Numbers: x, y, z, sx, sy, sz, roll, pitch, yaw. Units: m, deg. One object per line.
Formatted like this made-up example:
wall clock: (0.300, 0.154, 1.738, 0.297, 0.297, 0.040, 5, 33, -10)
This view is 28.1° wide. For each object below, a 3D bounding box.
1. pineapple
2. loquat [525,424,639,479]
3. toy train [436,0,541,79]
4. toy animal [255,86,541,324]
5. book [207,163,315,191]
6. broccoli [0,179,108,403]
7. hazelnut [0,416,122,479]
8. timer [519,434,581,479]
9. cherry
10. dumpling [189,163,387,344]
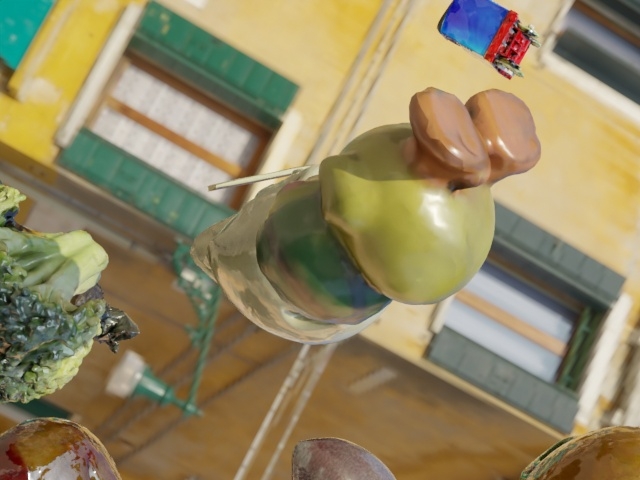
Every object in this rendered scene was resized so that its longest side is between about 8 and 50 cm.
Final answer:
pineapple: (-0.389, 0.119, 2.148, 0.237, 0.111, 0.119, 52, 19, -64)
loquat: (0.388, 0.394, 1.603, 0.328, 0.328, 0.328, -57, -168, 18)
toy train: (0.254, -0.302, 1.890, 0.083, 0.131, 0.204, -62, 169, 7)
toy animal: (0.074, -0.017, 1.352, 0.216, 0.191, 0.338, -12, 164, -48)
book: (-0.104, -0.110, 2.237, 0.127, 0.181, 0.014, -177, -105, -80)
broccoli: (-0.431, 0.056, 1.797, 0.281, 0.347, 0.294, -28, 117, -49)
hazelnut: (-0.434, 0.385, 1.992, 0.217, 0.251, 0.217, -18, -120, 34)
timer: (0.381, 0.354, 1.999, 0.128, 0.047, 0.140, -35, -177, -14)
cherry: (0.012, 0.287, 1.385, 0.115, 0.148, 0.188, -59, -171, -29)
dumpling: (0.000, 0.000, 1.822, 0.395, 0.233, 0.315, 5, -145, 48)
